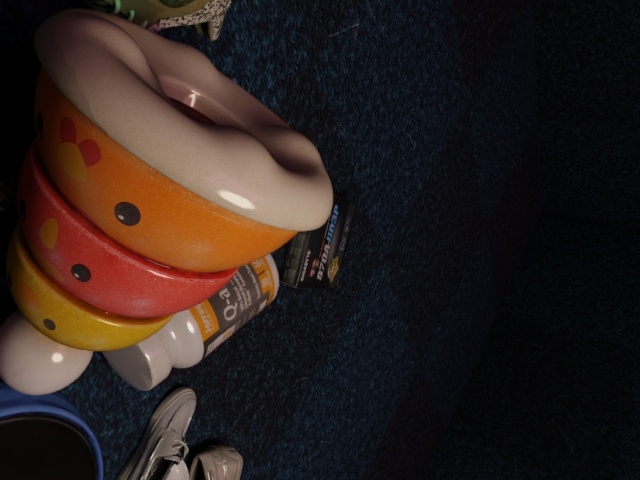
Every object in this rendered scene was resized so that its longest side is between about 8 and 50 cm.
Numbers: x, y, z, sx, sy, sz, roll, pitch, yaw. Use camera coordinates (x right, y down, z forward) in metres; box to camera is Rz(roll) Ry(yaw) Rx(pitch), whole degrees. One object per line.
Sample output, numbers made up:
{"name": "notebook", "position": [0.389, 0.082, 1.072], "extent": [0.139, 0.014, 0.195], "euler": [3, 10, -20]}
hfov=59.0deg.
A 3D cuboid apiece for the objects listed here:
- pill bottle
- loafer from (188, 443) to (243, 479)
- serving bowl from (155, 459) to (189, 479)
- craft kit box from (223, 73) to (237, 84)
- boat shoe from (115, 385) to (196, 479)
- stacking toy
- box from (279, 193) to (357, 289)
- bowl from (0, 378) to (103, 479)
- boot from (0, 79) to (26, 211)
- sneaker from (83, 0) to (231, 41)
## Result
{"name": "pill bottle", "position": [-0.208, 0.104, 0.917], "extent": [0.278, 0.162, 0.162], "euler": [-39, 133, -44]}
{"name": "loafer", "position": [-0.242, 0.565, 1.116], "extent": [0.111, 0.112, 0.320], "euler": [17, 81, -53]}
{"name": "serving bowl", "position": [-0.280, 0.444, 1.052], "extent": [0.083, 0.027, 0.083], "euler": [-20, 90, -74]}
{"name": "craft kit box", "position": [-0.217, -0.090, 0.830], "extent": [0.249, 0.061, 0.247], "euler": [-22, 119, -24]}
{"name": "boat shoe", "position": [-0.275, 0.374, 1.001], "extent": [0.228, 0.081, 0.079], "euler": [-61, 145, -21]}
{"name": "stacking toy", "position": [-0.244, 0.018, 0.676], "extent": [0.480, 0.350, 0.350], "euler": [-53, 152, 18]}
{"name": "box", "position": [0.000, 0.000, 1.294], "extent": [0.175, 0.051, 0.220], "euler": [12, 93, -58]}
{"name": "bowl", "position": [-0.454, 0.376, 0.721], "extent": [0.391, 0.077, 0.391], "euler": [-33, 131, -48]}
{"name": "boot", "position": [-0.419, -0.087, 0.588], "extent": [0.236, 0.085, 0.179], "euler": [-43, 139, -38]}
{"name": "sneaker", "position": [-0.244, -0.320, 0.722], "extent": [0.410, 0.158, 0.182], "euler": [-21, 138, -46]}
